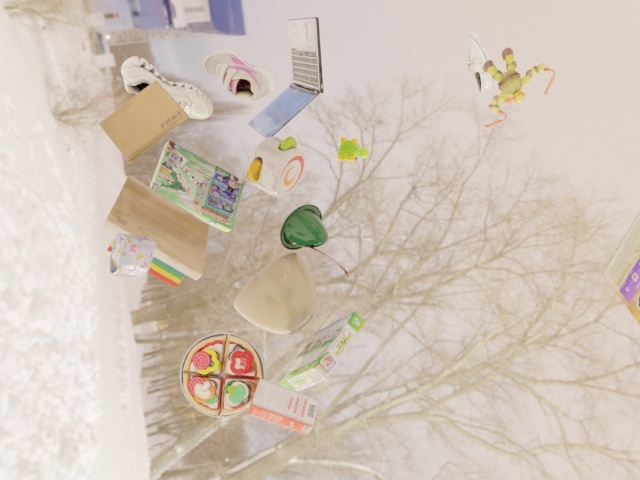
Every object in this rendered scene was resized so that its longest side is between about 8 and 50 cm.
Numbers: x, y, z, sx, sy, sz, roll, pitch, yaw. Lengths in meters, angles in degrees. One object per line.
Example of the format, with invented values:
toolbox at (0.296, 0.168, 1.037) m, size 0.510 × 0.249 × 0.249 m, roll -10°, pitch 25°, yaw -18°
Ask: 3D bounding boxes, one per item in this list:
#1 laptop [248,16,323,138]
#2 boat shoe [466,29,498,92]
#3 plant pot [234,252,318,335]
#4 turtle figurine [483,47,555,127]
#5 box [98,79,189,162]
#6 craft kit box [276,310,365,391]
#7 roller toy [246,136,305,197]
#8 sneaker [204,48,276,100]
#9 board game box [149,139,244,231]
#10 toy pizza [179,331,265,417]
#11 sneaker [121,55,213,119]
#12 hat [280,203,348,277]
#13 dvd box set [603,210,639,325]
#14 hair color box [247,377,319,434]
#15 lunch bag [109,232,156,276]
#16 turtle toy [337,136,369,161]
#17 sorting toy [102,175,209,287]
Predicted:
laptop at (-0.159, -0.647, 1.972) m, size 0.382 × 0.236 × 0.409 m, roll -133°, pitch -145°, yaw -61°
boat shoe at (0.611, -0.683, 1.937) m, size 0.258 × 0.084 × 0.095 m, roll 51°, pitch 10°, yaw -34°
plant pot at (-0.119, 0.206, 1.677) m, size 0.191 × 0.284 × 0.284 m, roll 48°, pitch -26°, yaw 15°
turtle figurine at (0.617, -0.521, 1.663) m, size 0.269 × 0.087 × 0.218 m, roll -42°, pitch -129°, yaw 38°
box at (-0.479, -0.325, 1.353) m, size 0.164 × 0.201 × 0.021 m, roll 47°, pitch -7°, yaw 23°
craft kit box at (-0.001, 0.354, 1.565) m, size 0.061 × 0.246 × 0.250 m, roll 48°, pitch -41°, yaw -3°
roller toy at (-0.161, -0.258, 1.759) m, size 0.146 × 0.209 × 0.191 m, roll 30°, pitch -15°, yaw 20°
sneaker at (-0.272, -0.527, 1.603) m, size 0.252 × 0.111 × 0.103 m, roll 24°, pitch -43°, yaw 12°
board game box at (-0.435, -0.189, 1.789) m, size 0.046 × 0.317 × 0.214 m, roll -19°, pitch -128°, yaw 47°
toy pizza at (-0.230, 0.317, 1.171) m, size 0.032 × 0.201 × 0.202 m, roll -177°, pitch -107°, yaw -87°
sneaker at (-0.464, -0.436, 1.525) m, size 0.110 × 0.292 × 0.118 m, roll -47°, pitch -139°, yaw 29°
hat at (0.000, 0.000, 1.631) m, size 0.183 × 0.208 × 0.173 m, roll 37°, pitch -69°, yaw 35°
dvd box set at (0.597, 0.046, 0.740) m, size 0.420 × 0.062 × 0.308 m, roll -78°, pitch -178°, yaw -61°
hair color box at (-0.080, 0.362, 1.091) m, size 0.072 × 0.141 × 0.043 m, roll -72°, pitch -176°, yaw -51°
lunch bag at (-0.381, 0.032, 1.006) m, size 0.053 × 0.071 × 0.084 m, roll 22°, pitch -81°, yaw 41°
turtle toy at (0.127, -0.350, 1.963) m, size 0.130 × 0.066 × 0.095 m, roll 12°, pitch -91°, yaw 30°
sorting toy at (-0.427, -0.016, 1.294) m, size 0.089 × 0.257 × 0.256 m, roll -47°, pitch -154°, yaw 19°
